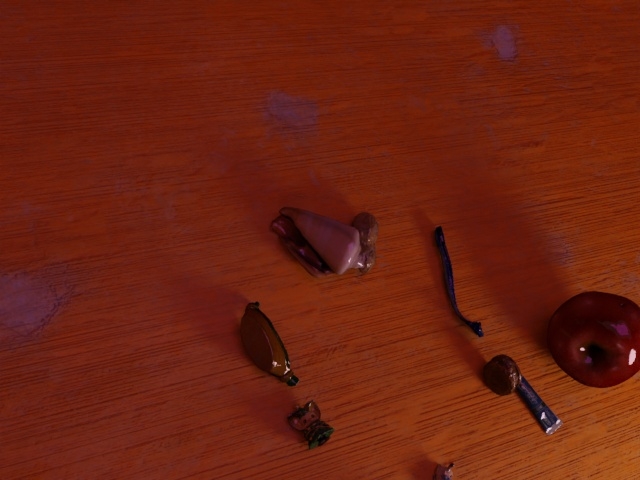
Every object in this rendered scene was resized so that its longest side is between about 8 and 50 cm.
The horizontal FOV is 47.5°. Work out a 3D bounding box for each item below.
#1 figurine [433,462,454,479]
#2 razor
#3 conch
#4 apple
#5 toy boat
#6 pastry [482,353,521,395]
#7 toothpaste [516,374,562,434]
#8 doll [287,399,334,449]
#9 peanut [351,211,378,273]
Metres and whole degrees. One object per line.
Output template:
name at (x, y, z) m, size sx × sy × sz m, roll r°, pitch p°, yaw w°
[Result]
figurine at (0.300, 0.580, 1.759) m, size 0.047 × 0.050 × 0.083 m, roll 20°, pitch 62°, yaw -6°
razor at (0.362, 0.111, 1.984) m, size 0.056 × 0.093 × 0.324 m, roll -21°, pitch 70°, yaw 9°
conch at (0.006, 0.001, 1.866) m, size 0.255 × 0.158 × 0.127 m, roll 40°, pitch 15°, yaw 18°
apple at (0.748, 0.257, 1.953) m, size 0.260 × 0.260 × 0.216 m, roll 46°, pitch 36°, yaw 2°
toy boat at (-0.127, 0.249, 1.729) m, size 0.229 × 0.089 × 0.088 m, roll 62°, pitch 23°, yaw 12°
pastry at (0.473, 0.350, 1.896) m, size 0.057 × 0.097 × 0.109 m, roll -28°, pitch 118°, yaw -38°
toothpaste at (0.565, 0.424, 1.936) m, size 0.057 × 0.035 × 0.197 m, roll -36°, pitch 85°, yaw -13°
doll at (-0.022, 0.434, 1.703) m, size 0.078 × 0.076 × 0.113 m, roll -31°, pitch 49°, yaw -21°
peanut at (0.117, 0.002, 1.917) m, size 0.080 × 0.080 × 0.174 m, roll 10°, pitch 64°, yaw -17°
